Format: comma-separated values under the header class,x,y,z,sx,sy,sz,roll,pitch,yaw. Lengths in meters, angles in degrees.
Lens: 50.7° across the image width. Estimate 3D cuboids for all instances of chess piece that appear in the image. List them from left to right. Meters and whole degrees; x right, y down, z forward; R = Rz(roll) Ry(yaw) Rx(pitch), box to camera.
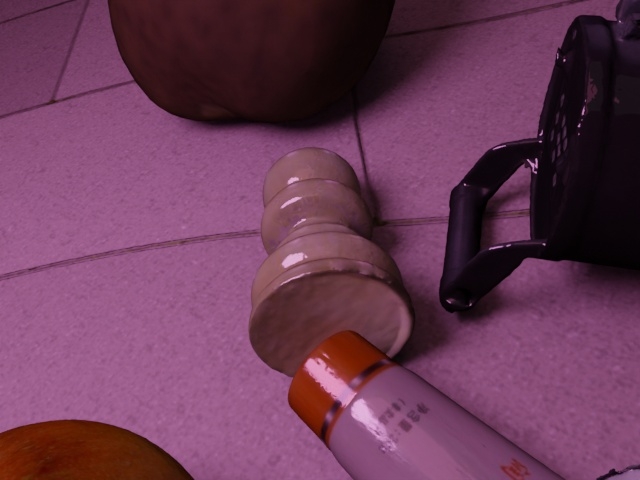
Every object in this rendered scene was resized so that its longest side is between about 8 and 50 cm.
class,x,y,z,sx,sy,sz,roll,pitch,yaw
chess piece,0.000,0.000,0.678,0.145,0.144,0.251,-15,39,6

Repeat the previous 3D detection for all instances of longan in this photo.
class,x,y,z,sx,sy,sz,roll,pitch,yaw
longan,-0.093,-0.332,0.882,0.405,0.336,0.404,-4,82,31

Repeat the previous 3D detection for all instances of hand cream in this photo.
class,x,y,z,sx,sy,sz,roll,pitch,yaw
hand cream,0.105,0.193,0.489,0.314,0.089,0.140,34,66,29

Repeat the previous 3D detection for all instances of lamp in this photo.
class,x,y,z,sx,sy,sz,roll,pitch,yaw
lamp,0.301,-0.061,0.560,0.272,0.374,0.205,22,45,-4

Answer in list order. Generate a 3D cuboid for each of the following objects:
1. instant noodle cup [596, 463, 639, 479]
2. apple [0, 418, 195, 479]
class,x,y,z,sx,sy,sz,roll,pitch,yaw
instant noodle cup,0.196,0.232,0.328,0.193,0.193,0.212,2,53,21
apple,-0.178,0.246,0.469,0.237,0.207,0.236,-20,50,26
